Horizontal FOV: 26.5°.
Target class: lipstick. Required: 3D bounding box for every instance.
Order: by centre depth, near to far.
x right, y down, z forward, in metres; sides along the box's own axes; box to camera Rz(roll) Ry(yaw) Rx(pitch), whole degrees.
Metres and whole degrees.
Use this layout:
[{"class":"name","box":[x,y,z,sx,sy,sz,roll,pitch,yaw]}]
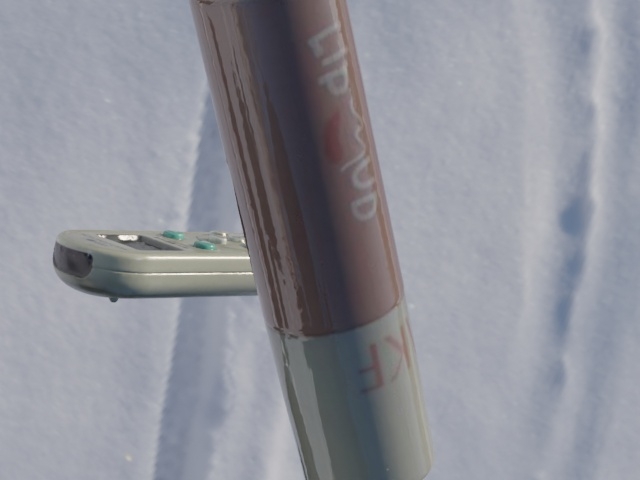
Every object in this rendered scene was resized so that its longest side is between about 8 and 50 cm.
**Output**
[{"class":"lipstick","box":[0.000,0.000,0.642,0.070,0.070,0.255,-26,115,-31]}]

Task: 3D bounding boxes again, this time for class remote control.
[{"class":"remote control","box":[-0.087,0.017,0.938,0.221,0.078,0.042,-1,104,-47]}]
